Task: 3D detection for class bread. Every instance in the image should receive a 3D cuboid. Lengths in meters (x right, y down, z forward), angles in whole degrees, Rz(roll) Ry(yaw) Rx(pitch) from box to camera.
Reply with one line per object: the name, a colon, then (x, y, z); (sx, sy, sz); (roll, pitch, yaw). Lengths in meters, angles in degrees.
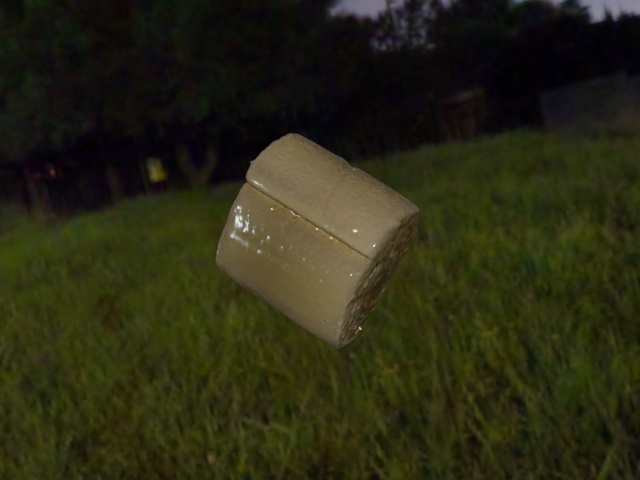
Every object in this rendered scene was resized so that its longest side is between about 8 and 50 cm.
bread: (0.000, 0.000, 0.984); (0.141, 0.148, 0.134); (34, 31, 18)
